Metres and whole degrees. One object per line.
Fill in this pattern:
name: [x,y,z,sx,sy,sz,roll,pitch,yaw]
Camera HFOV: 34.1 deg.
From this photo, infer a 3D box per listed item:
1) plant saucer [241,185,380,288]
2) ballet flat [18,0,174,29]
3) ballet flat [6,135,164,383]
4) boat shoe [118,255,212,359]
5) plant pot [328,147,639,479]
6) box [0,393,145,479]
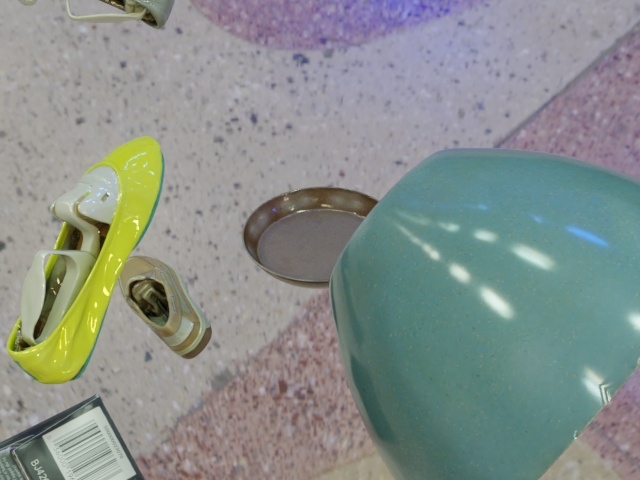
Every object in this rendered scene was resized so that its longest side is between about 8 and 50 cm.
plant saucer: [0.000,0.000,1.121,0.168,0.029,0.168,-1,37,1]
ballet flat: [-0.234,-0.234,0.922,0.213,0.072,0.068,11,89,-13]
ballet flat: [-0.198,0.006,0.871,0.077,0.077,0.231,9,74,39]
boat shoe: [-0.187,0.058,1.156,0.068,0.072,0.190,-53,40,-3]
plant pot: [0.120,0.047,0.741,0.195,0.290,0.290,41,70,14]
box: [-0.267,0.279,1.048,0.143,0.270,0.165,-25,82,-27]
